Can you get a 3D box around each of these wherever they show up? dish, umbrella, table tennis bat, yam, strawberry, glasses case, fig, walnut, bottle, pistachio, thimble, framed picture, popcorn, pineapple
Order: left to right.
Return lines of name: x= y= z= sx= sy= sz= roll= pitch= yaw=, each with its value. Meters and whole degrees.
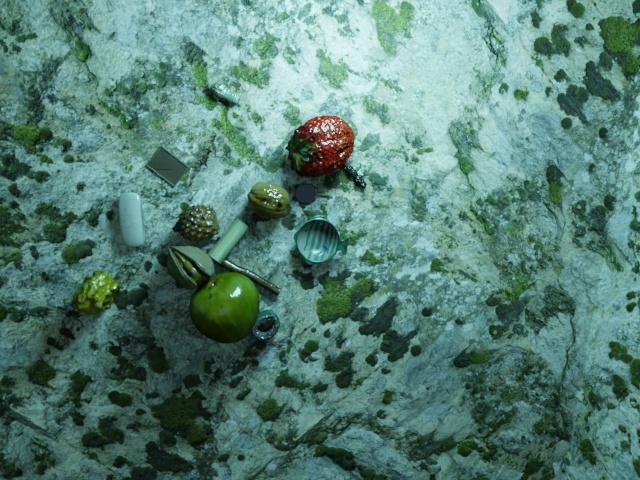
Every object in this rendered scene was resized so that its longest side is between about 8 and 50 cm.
popcorn: x=-0.933 y=0.226 z=1.762 sx=0.156 sy=0.197 sz=0.197 roll=42 pitch=90 yaw=-12
glasses case: x=-0.803 y=-0.088 z=1.797 sx=0.092 sy=0.059 sz=0.233 roll=-2 pitch=98 yaw=-8
framed picture: x=-0.655 y=-0.318 z=1.813 sx=0.149 sy=0.011 sz=0.109 roll=39 pitch=90 yaw=-9
pistachio: x=-0.544 y=0.098 z=1.747 sx=0.166 sy=0.288 sz=0.197 roll=-45 pitch=117 yaw=-20
pineapple: x=-0.531 y=-0.070 z=1.787 sx=0.193 sy=0.166 sz=0.166 roll=-15 pitch=98 yaw=-6
umbrella: x=-0.409 y=-0.624 z=1.787 sx=0.144 sy=0.062 sz=0.067 roll=22 pitch=124 yaw=-10
fig: x=-0.391 y=0.298 z=1.789 sx=0.317 sy=0.316 sz=0.315 roll=-1 pitch=97 yaw=-7
bottle: x=-0.399 y=0.004 z=1.830 sx=0.072 sy=0.072 sz=0.201 roll=39 pitch=77 yaw=-9
yam: x=-0.324 y=0.156 z=1.892 sx=0.327 sy=0.045 sz=0.045 roll=30 pitch=115 yaw=-10
thimble: x=-0.249 y=0.383 z=1.904 sx=0.135 sy=0.090 sz=0.118 roll=-33 pitch=102 yaw=-4
walnut: x=-0.226 y=-0.173 z=1.816 sx=0.184 sy=0.155 sz=0.155 roll=15 pitch=95 yaw=-13
table tennis bat: x=-0.036 y=-0.209 z=1.899 sx=0.157 sy=0.013 sz=0.086 roll=1 pitch=96 yaw=-6
dish: x=0.000 y=0.000 z=1.894 sx=0.246 sy=0.078 sz=0.223 roll=11 pitch=95 yaw=-7
strawberry: x=0.014 y=-0.390 z=1.780 sx=0.289 sy=0.250 sz=0.238 roll=-10 pitch=92 yaw=-31
umbrella: x=0.153 y=-0.294 z=1.899 sx=0.144 sy=0.037 sz=0.040 roll=48 pitch=68 yaw=-10

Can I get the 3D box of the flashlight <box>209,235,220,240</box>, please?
flashlight: x=-0.485 y=-0.012 z=1.865 sx=0.084 sy=0.018 sz=0.018 roll=5 pitch=95 yaw=-7
